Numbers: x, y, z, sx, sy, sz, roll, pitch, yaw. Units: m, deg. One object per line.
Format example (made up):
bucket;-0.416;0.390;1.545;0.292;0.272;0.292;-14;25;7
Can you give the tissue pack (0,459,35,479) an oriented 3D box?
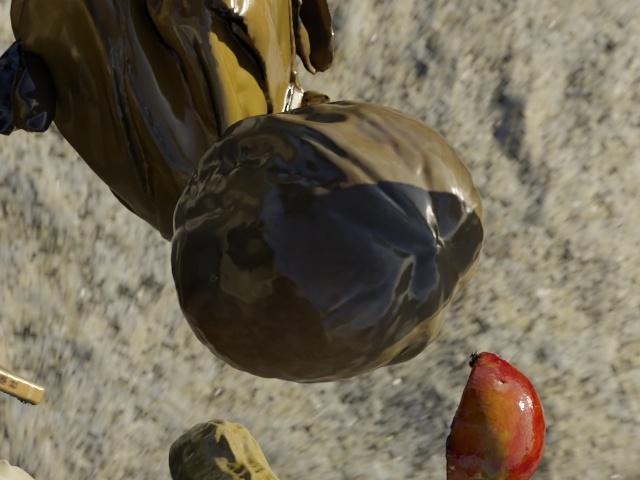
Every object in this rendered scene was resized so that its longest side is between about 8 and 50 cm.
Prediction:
tissue pack;-0.122;0.320;0.797;0.195;0.390;0.376;-9;64;8

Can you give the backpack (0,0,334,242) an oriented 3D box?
backpack;-0.108;-0.164;1.409;0.201;0.378;0.353;-3;39;13

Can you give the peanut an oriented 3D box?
peanut;-0.083;0.225;1.706;0.083;0.194;0.093;18;98;-29

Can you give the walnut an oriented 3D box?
walnut;0.000;0.001;0.863;0.140;0.162;0.140;-7;100;-43

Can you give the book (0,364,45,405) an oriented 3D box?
book;-0.280;0.021;0.970;0.241;0.170;0.018;30;83;-38

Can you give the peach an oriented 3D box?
peach;0.115;0.121;1.172;0.061;0.098;0.098;13;75;15
